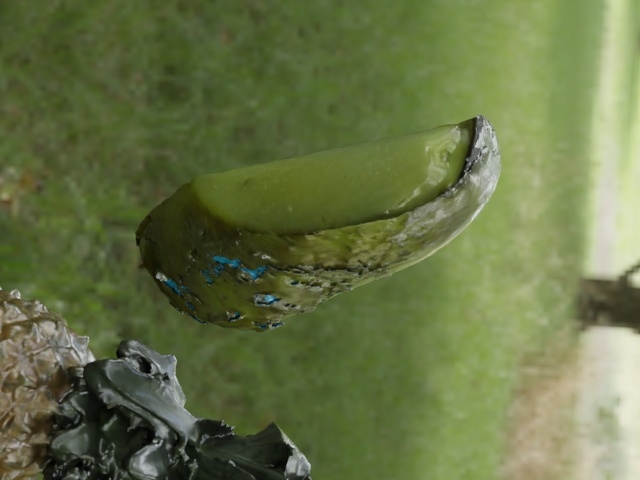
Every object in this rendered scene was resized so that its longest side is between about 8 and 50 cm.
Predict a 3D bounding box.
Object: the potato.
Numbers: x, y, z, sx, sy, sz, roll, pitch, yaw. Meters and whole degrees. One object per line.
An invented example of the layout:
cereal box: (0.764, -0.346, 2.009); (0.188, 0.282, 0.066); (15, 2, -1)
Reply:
potato: (0.000, 0.000, 0.803); (0.119, 0.197, 0.054); (24, 55, -54)

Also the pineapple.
pineapple: (-0.116, 0.103, 0.947); (0.119, 0.237, 0.111); (59, 52, -75)
